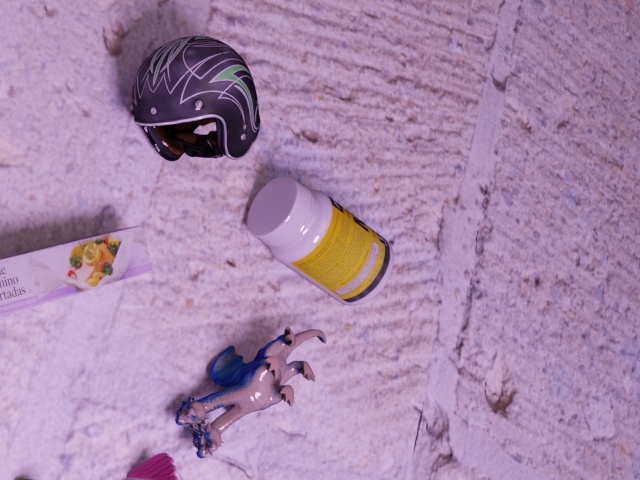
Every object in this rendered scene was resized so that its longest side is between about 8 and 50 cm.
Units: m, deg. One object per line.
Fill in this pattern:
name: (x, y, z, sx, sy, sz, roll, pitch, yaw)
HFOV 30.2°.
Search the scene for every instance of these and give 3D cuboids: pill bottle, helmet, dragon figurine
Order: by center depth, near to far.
helmet: (-0.166, -0.188, 1.558, 0.161, 0.169, 0.169, 59, 44, -42)
dragon figurine: (-0.093, 0.185, 1.608, 0.085, 0.144, 0.289, 63, 26, -14)
pill bottle: (0.000, 0.000, 1.721, 0.208, 0.119, 0.119, 36, 57, -37)

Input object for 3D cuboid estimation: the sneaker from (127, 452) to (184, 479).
sneaker: (-0.159, 0.372, 1.423, 0.111, 0.103, 0.252, 52, 9, -38)

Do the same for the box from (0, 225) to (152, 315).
box: (-0.328, 0.042, 1.379, 0.324, 0.067, 0.063, -18, 94, -53)

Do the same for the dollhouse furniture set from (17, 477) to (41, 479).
dollhouse furniture set: (-0.303, 0.338, 1.400, 0.151, 0.059, 0.076, 61, 34, -45)
